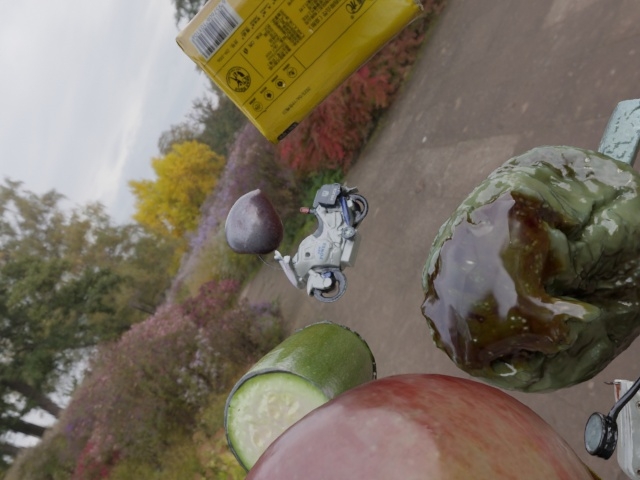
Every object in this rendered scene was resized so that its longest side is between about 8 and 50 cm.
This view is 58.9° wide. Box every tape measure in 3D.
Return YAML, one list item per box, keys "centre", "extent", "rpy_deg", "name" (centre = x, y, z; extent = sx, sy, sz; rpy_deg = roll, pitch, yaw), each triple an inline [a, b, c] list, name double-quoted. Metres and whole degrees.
- centre: [0.895, 0.503, 1.481]
  extent: [0.130, 0.265, 0.258]
  rpy_deg: [35, -124, -69]
  name: "tape measure"

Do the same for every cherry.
- centre: [-0.113, -0.030, 1.177]
  extent: [0.188, 0.115, 0.148]
  rpy_deg: [0, 63, 36]
  name: "cherry"

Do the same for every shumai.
- centre: [0.289, 0.047, 0.783]
  extent: [0.398, 0.324, 0.323]
  rpy_deg: [-57, -24, 16]
  name: "shumai"

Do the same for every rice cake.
- centre: [0.502, -0.137, 0.969]
  extent: [0.069, 0.063, 0.207]
  rpy_deg: [-9, -62, -62]
  name: "rice cake"

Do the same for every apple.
- centre: [0.088, 0.268, 0.432]
  extent: [0.269, 0.344, 0.345]
  rpy_deg: [40, 108, 50]
  name: "apple"

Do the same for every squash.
- centre: [-0.024, 0.349, 1.301]
  extent: [0.263, 0.263, 0.384]
  rpy_deg: [-63, -12, 14]
  name: "squash"

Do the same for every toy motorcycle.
- centre: [0.000, 0.000, 1.015]
  extent: [0.102, 0.150, 0.221]
  rpy_deg: [50, -127, -56]
  name: "toy motorcycle"

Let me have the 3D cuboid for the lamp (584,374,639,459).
- centre: [0.511, 0.178, 0.811]
  extent: [0.130, 0.108, 0.371]
  rpy_deg: [-55, -17, -77]
  name: "lamp"

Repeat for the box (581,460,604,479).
- centre: [0.402, 0.429, 0.911]
  extent: [0.074, 0.153, 0.240]
  rpy_deg: [-38, -22, -16]
  name: "box"

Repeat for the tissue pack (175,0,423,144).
- centre: [-0.038, -0.425, 1.086]
  extent: [0.382, 0.293, 0.228]
  rpy_deg: [-38, 15, 26]
  name: "tissue pack"
